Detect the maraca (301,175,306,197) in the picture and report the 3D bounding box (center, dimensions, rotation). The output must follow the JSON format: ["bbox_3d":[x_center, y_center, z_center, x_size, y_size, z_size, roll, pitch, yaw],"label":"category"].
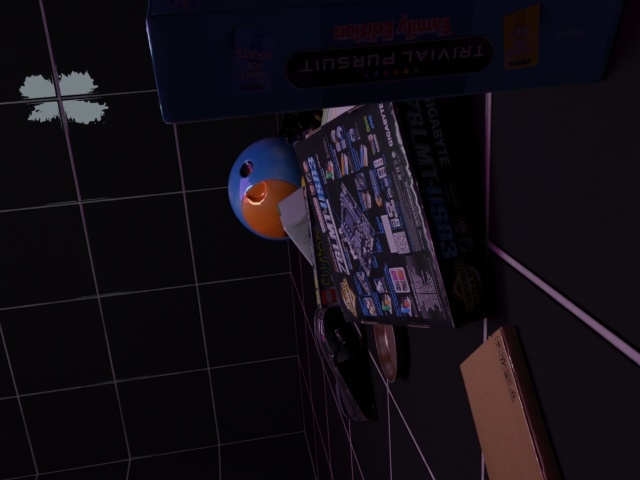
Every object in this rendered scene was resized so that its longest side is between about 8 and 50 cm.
[{"bbox_3d":[0.019,-0.125,1.139,0.127,0.099,0.186,-39,-42,-62],"label":"maraca"}]

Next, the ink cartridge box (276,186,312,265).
[{"bbox_3d":[0.000,0.000,1.498,0.219,0.092,0.160,53,-175,-25],"label":"ink cartridge box"}]

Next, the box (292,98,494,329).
[{"bbox_3d":[0.083,-0.032,0.868,0.293,0.073,0.296,-14,92,67],"label":"box"}]

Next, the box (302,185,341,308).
[{"bbox_3d":[0.039,0.003,1.077,0.036,0.114,0.207,-166,69,-81],"label":"box"}]

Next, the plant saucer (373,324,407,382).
[{"bbox_3d":[0.136,0.189,1.240,0.168,0.029,0.169,174,90,-82],"label":"plant saucer"}]

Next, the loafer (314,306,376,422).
[{"bbox_3d":[0.072,0.297,1.557,0.095,0.109,0.303,-6,102,66],"label":"loafer"}]

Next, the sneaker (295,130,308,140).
[{"bbox_3d":[-0.060,-0.241,1.926,0.111,0.121,0.300,-113,18,-62],"label":"sneaker"}]

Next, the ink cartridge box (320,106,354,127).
[{"bbox_3d":[0.081,-0.136,0.951,0.235,0.056,0.171,57,152,33],"label":"ink cartridge box"}]

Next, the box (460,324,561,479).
[{"bbox_3d":[0.214,0.218,0.733,0.164,0.021,0.201,100,161,-64],"label":"box"}]

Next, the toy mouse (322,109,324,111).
[{"bbox_3d":[0.017,-0.370,1.594,0.143,0.031,0.161,93,168,-49],"label":"toy mouse"}]

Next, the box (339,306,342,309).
[{"bbox_3d":[0.069,0.133,1.573,0.169,0.054,0.059,-142,46,-80],"label":"box"}]

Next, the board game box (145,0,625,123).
[{"bbox_3d":[0.031,-0.202,0.546,0.254,0.335,0.079,-107,13,-52],"label":"board game box"}]

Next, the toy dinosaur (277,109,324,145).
[{"bbox_3d":[-0.006,-0.271,1.455,0.322,0.164,0.218,58,-170,2],"label":"toy dinosaur"}]

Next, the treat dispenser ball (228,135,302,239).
[{"bbox_3d":[-0.110,-0.143,1.765,0.288,0.287,0.289,173,90,-82],"label":"treat dispenser ball"}]
